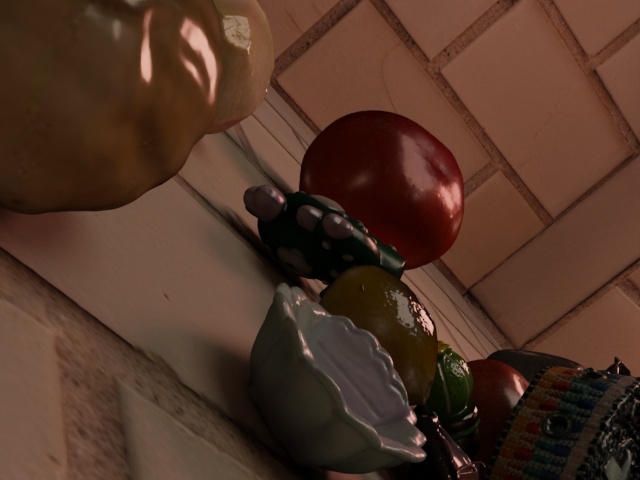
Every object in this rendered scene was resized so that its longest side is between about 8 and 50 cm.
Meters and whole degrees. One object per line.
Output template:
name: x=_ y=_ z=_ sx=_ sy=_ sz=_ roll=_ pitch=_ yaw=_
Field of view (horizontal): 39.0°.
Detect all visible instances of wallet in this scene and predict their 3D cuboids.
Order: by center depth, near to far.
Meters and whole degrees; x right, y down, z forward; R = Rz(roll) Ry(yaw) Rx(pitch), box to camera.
wallet: x=0.107 y=0.263 z=0.808 sx=0.025 sy=0.124 sz=0.244 roll=6 pitch=15 yaw=-7

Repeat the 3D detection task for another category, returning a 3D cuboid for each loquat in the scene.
loquat: x=0.074 y=0.121 z=1.126 sx=0.195 sy=0.152 sz=0.152 roll=48 pitch=6 yaw=23

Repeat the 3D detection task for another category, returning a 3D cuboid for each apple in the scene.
apple: x=0.255 y=0.279 z=1.363 sx=0.201 sy=0.162 sz=0.201 roll=51 pitch=18 yaw=-24

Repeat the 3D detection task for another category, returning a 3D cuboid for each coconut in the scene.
coconut: x=-0.167 y=-0.272 z=1.351 sx=0.197 sy=0.237 sz=0.237 roll=4 pitch=37 yaw=-33

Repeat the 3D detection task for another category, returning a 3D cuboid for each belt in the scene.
belt: x=0.319 y=0.287 z=1.184 sx=0.160 sy=0.295 sz=0.207 roll=8 pitch=-29 yaw=42

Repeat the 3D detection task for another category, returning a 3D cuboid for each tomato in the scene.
tomato: x=0.121 y=-0.093 z=1.767 sx=0.325 sy=0.290 sz=0.293 roll=34 pitch=46 yaw=-26

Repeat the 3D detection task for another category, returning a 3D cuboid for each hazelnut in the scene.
hazelnut: x=-0.193 y=-0.136 z=0.656 sx=0.261 sy=0.241 sz=0.261 roll=31 pitch=46 yaw=-39

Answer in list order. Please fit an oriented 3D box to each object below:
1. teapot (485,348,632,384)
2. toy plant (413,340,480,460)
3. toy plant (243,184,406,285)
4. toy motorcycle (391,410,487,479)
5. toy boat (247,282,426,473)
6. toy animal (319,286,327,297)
teapot: x=0.415 y=0.319 z=1.524 sx=0.223 sy=0.285 sz=0.305 roll=65 pitch=35 yaw=-28
toy plant: x=0.162 y=0.213 z=1.200 sx=0.093 sy=0.093 sz=0.162 roll=-97 pitch=174 yaw=-75
toy plant: x=-0.001 y=0.001 z=1.256 sx=0.243 sy=0.112 sz=0.232 roll=21 pitch=-17 yaw=34
toy motorcycle: x=0.138 y=0.264 z=1.050 sx=0.118 sy=0.084 sz=0.212 roll=45 pitch=0 yaw=24
toy boat: x=0.009 y=0.138 z=0.841 sx=0.199 sy=0.100 sz=0.290 roll=52 pitch=9 yaw=10
toy animal: x=0.069 y=0.111 z=1.413 sx=0.202 sy=0.070 sz=0.105 roll=45 pitch=-10 yaw=-8
